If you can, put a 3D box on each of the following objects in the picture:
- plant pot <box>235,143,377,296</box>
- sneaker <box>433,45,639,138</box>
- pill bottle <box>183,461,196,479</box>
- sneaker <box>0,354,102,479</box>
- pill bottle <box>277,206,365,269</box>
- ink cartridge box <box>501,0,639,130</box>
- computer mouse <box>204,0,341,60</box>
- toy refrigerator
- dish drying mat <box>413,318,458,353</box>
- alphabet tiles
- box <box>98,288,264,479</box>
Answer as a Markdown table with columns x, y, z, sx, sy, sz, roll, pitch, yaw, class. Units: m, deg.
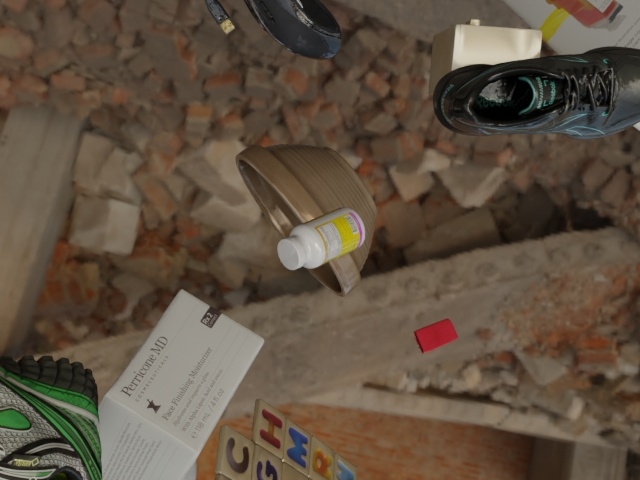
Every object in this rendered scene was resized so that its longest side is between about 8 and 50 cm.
| x | y | z | sx | sy | sz | roll | pitch | yaw | class |
| --- | --- | --- | --- | --- | --- | --- | --- | --- | --- |
| -0.002 | -0.049 | 1.273 | 0.237 | 0.110 | 0.237 | 50 | 171 | 11 | plant pot |
| 0.260 | -0.152 | 1.021 | 0.267 | 0.101 | 0.106 | -8 | -171 | 0 | sneaker |
| -0.305 | 0.363 | 1.471 | 0.181 | 0.181 | 0.323 | 20 | 155 | -19 | pill bottle |
| -0.278 | 0.153 | 0.717 | 0.134 | 0.146 | 0.343 | -32 | 151 | 18 | sneaker |
| 0.000 | 0.000 | 0.892 | 0.083 | 0.043 | 0.043 | -23 | -170 | -38 | pill bottle |
| 0.464 | -0.278 | 1.365 | 0.279 | 0.384 | 0.160 | 21 | 118 | -37 | ink cartridge box |
| -0.100 | -0.356 | 1.478 | 0.262 | 0.060 | 0.184 | 48 | 138 | -7 | computer mouse |
| 0.203 | -0.227 | 1.212 | 0.102 | 0.094 | 0.269 | 4 | -170 | 1 | toy refrigerator |
| 0.153 | 0.127 | 1.262 | 0.008 | 0.032 | 0.083 | -28 | 171 | 41 | dish drying mat |
| -0.022 | 0.361 | 1.113 | 0.011 | 0.285 | 0.342 | -17 | 139 | 28 | alphabet tiles |
| -0.176 | 0.189 | 1.091 | 0.119 | 0.181 | 0.182 | 31 | 134 | -1 | box |
